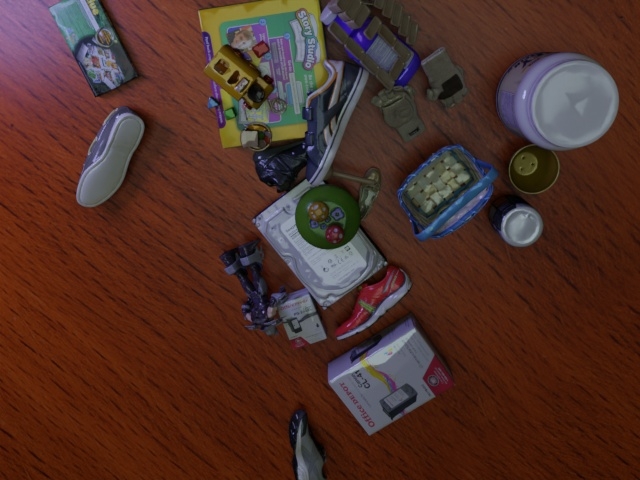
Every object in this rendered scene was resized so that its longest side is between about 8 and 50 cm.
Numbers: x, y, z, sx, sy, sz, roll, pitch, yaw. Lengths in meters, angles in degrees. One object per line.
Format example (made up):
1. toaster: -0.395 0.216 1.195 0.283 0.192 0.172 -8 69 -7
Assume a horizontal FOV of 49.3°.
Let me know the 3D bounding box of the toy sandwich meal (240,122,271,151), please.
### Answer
1. toy sandwich meal: -0.170 -0.271 1.836 0.086 0.029 0.085 0 109 1

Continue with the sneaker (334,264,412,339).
1. sneaker: 0.139 0.179 2.033 0.279 0.107 0.118 -42 81 8

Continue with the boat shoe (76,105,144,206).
1. boat shoe: -0.589 -0.232 1.934 0.109 0.091 0.305 20 111 -42

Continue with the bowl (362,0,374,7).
1. bowl: 0.089 -0.651 1.790 0.170 0.170 0.080 35 148 -7

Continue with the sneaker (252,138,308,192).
1. sneaker: -0.066 -0.202 1.908 0.228 0.087 0.130 -14 78 8

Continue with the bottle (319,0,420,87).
1. bottle: 0.125 -0.508 1.797 0.283 0.092 0.118 31 100 -25

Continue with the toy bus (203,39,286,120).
1. toy bus: -0.197 -0.399 1.757 0.202 0.104 0.190 -5 107 2

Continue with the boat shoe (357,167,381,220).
1. boat shoe: 0.133 -0.128 1.960 0.056 0.048 0.153 21 105 -4

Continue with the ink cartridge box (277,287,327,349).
1. ink cartridge box: -0.056 0.229 2.055 0.109 0.063 0.150 -20 104 7

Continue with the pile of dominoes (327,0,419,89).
1. pile of dominoes: 0.130 -0.527 1.734 0.251 0.040 0.196 38 77 -31

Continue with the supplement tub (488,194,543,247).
1. supplement tub: 0.524 -0.059 1.894 0.117 0.190 0.117 1 105 3

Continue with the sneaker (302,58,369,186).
1. sneaker: 0.005 -0.303 1.776 0.128 0.126 0.321 21 97 -10

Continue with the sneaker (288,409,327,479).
1. sneaker: -0.037 0.641 2.159 0.108 0.100 0.271 -9 109 -10

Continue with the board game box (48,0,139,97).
1. board game box: -0.610 -0.534 1.885 0.136 0.030 0.259 -22 103 10

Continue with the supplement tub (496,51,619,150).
1. supplement tub: 0.584 -0.350 1.743 0.236 0.325 0.235 0 105 1

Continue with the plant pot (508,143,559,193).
1. plant pot: 0.571 -0.202 1.902 0.134 0.095 0.134 1 106 2

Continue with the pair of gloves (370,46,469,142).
1. pair of gloves: 0.269 -0.385 1.842 0.240 0.042 0.204 -38 141 15

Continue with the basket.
1. basket: 0.334 -0.127 1.829 0.255 0.289 0.201 -41 100 12

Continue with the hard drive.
1. hard drive: 0.000 0.000 1.989 0.237 0.064 0.339 -36 99 10

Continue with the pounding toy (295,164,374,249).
1. pounding toy: 0.028 -0.078 1.879 0.183 0.110 0.236 21 104 -3

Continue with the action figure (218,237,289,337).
1. action figure: -0.178 0.147 1.997 0.185 0.099 0.285 -19 93 34

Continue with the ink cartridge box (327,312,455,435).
1. ink cartridge box: 0.207 0.394 2.058 0.306 0.131 0.226 -35 102 9

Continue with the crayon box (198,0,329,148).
1. crayon box: -0.132 -0.448 1.853 0.313 0.106 0.362 -7 106 3
